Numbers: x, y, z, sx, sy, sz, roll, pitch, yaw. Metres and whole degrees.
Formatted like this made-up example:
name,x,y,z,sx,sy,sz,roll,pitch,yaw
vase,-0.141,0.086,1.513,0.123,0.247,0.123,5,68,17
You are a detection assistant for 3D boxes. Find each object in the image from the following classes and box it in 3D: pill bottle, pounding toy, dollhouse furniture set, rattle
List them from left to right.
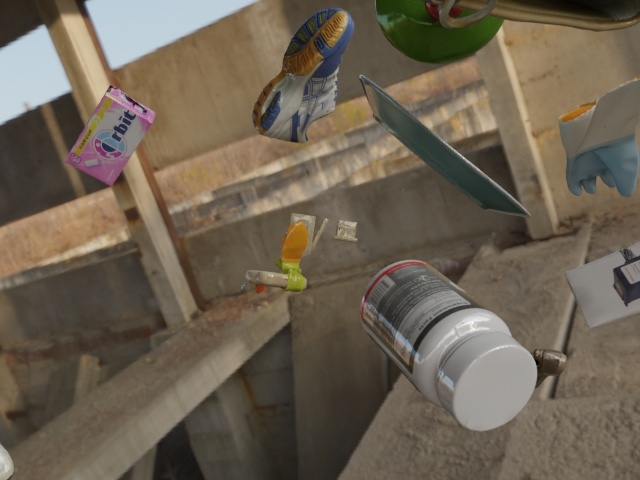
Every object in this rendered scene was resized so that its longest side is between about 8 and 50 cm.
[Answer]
name,x,y,z,sx,sy,sz,roll,pitch,yaw
rattle,-0.100,0.041,1.403,0.130,0.142,0.200,-9,1,-15
dollhouse furniture set,0.000,0.000,1.650,0.161,0.101,0.182,8,-2,-2
pill bottle,0.187,0.152,1.037,0.161,0.161,0.283,-23,28,-13
pounding toy,0.169,-0.355,0.883,0.236,0.183,0.110,-54,-14,8

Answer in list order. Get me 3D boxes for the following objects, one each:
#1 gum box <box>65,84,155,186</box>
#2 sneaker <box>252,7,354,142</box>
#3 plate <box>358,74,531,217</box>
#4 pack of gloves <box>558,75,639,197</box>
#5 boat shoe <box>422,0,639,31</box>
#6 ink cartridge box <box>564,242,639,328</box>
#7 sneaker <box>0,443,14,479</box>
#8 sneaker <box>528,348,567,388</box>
name,x,y,z,sx,sy,sz,roll,pitch,yaw
gum box,-0.436,-0.220,1.424,0.188,0.107,0.062,-50,24,21
sneaker,-0.011,-0.314,1.324,0.131,0.111,0.296,15,-47,-34
plate,0.100,-0.074,0.584,0.024,0.188,0.188,-50,5,12
pack of gloves,0.338,-0.102,0.661,0.195,0.046,0.232,-25,-22,14
boat shoe,0.104,-0.164,0.349,0.285,0.089,0.104,-15,-21,-44
ink cartridge box,0.529,0.050,1.053,0.237,0.100,0.172,-29,-20,34
sneaker,-0.494,0.275,0.948,0.057,0.161,0.075,-40,-16,-26
sneaker,0.463,0.270,1.481,0.188,0.071,0.066,111,-177,-63
